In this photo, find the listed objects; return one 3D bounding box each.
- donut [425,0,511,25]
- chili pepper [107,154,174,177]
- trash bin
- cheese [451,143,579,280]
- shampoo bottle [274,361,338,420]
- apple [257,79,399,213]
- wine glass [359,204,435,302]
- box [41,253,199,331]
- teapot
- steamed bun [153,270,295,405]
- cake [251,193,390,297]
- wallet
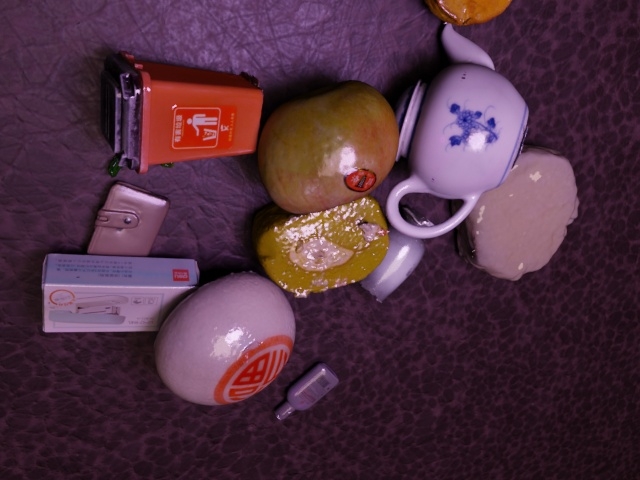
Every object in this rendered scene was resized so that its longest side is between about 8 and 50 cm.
[{"bbox_3d":[0.264,-0.476,1.016,0.190,0.074,0.174,-38,105,-10],"label":"donut"},{"bbox_3d":[-0.316,-0.147,0.984,0.117,0.035,0.056,-13,101,-19],"label":"chili pepper"},{"bbox_3d":[-0.230,-0.214,0.919,0.238,0.184,0.161,-8,124,-33],"label":"trash bin"},{"bbox_3d":[0.427,-0.067,1.260,0.326,0.115,0.318,16,107,-24],"label":"cheese"},{"bbox_3d":[-0.037,0.360,1.321,0.165,0.040,0.080,-40,122,1],"label":"shampoo bottle"},{"bbox_3d":[0.008,-0.164,0.980,0.260,0.261,0.194,-23,110,-9],"label":"apple"},{"bbox_3d":[0.158,0.027,1.199,0.111,0.111,0.204,36,95,-30],"label":"wine glass"},{"bbox_3d":[-0.364,0.098,1.032,0.269,0.079,0.135,3,132,-23],"label":"box"},{"bbox_3d":[0.230,-0.209,1.059,0.279,0.252,0.424,16,87,9],"label":"teapot"},{"bbox_3d":[-0.163,0.202,1.065,0.283,0.177,0.283,-34,150,-23],"label":"steamed bun"},{"bbox_3d":[0.000,0.000,1.109,0.260,0.156,0.179,-18,112,-10],"label":"cake"},{"bbox_3d":[-0.352,-0.025,1.025,0.117,0.039,0.153,19,107,-29],"label":"wallet"}]
